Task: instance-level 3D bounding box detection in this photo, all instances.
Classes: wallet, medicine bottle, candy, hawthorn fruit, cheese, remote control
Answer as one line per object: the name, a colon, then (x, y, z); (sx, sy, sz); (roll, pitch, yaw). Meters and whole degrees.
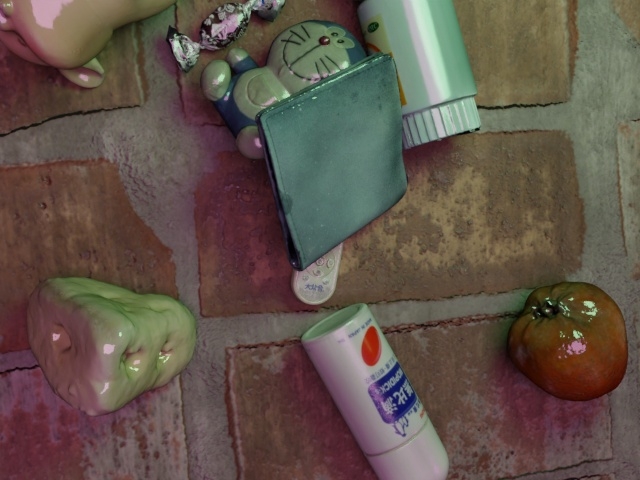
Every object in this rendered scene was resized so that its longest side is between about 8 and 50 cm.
wallet: (0.029, -0.119, 1.181); (0.251, 0.054, 0.290); (-34, 135, -26)
medicine bottle: (0.158, -0.317, 1.249); (0.158, 0.158, 0.318); (-17, 94, -8)
candy: (-0.156, -0.368, 1.257); (0.226, 0.051, 0.094); (-39, 86, -8)
hawthorn fruit: (0.447, 0.195, 1.304); (0.199, 0.199, 0.251); (-43, 111, -5)
cheese: (-0.341, 0.153, 1.200); (0.248, 0.251, 0.174); (19, 104, 27)
remote control: (0.000, 0.000, 1.292); (0.078, 0.042, 0.221); (10, 90, -16)
medicine bottle: (0.101, 0.283, 1.273); (0.130, 0.130, 0.341); (-29, 96, -7)

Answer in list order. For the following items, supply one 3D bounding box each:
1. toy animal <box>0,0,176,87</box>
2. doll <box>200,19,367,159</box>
toy animal: (-0.350, -0.393, 1.147); (0.326, 0.269, 0.237); (-38, 99, -38)
doll: (-0.044, -0.248, 1.216); (0.258, 0.154, 0.228); (-36, 66, 2)
